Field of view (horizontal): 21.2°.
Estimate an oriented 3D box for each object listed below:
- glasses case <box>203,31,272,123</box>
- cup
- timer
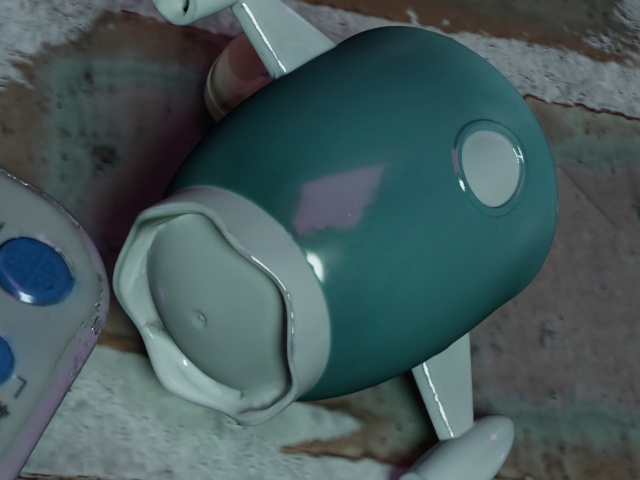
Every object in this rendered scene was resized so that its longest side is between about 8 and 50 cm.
[{"bbox_3d":[0.031,-0.051,0.951,0.204,0.051,0.081,28,43,-2],"label":"glasses case"},{"bbox_3d":[0.000,0.000,0.807,0.173,0.167,0.300,-33,100,-43],"label":"cup"},{"bbox_3d":[-0.201,0.035,0.742,0.190,0.069,0.208,30,45,-3],"label":"timer"}]
